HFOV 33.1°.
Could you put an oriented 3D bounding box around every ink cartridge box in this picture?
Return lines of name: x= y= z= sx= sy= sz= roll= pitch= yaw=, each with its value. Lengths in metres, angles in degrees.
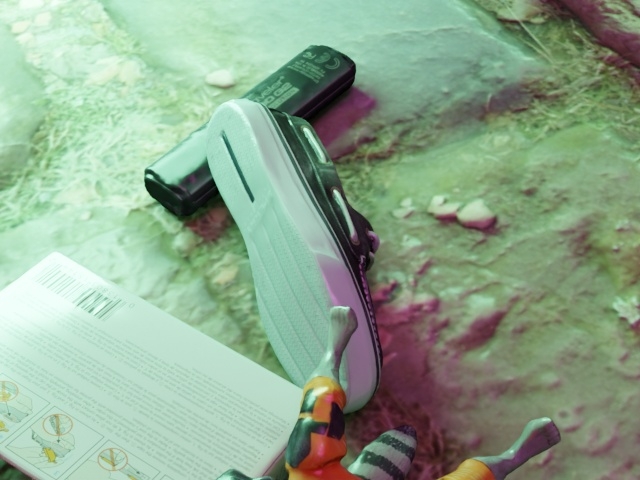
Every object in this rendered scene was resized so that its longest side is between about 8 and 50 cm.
ink cartridge box: x=-0.189 y=0.154 z=0.880 sx=0.296 sy=0.066 sz=0.261 roll=27 pitch=41 yaw=18

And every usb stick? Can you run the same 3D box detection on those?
usb stick: x=-0.071 y=-0.123 z=1.153 sx=0.077 sy=0.045 sz=0.278 roll=31 pitch=57 yaw=29

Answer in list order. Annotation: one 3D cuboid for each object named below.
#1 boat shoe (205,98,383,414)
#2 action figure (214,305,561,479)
boat shoe: x=0.000 y=0.000 z=1.012 sx=0.119 sy=0.121 sz=0.335 roll=-3 pitch=60 yaw=-34
action figure: x=0.050 y=0.248 z=0.770 sx=0.341 sy=0.178 sz=0.330 roll=36 pitch=55 yaw=1
